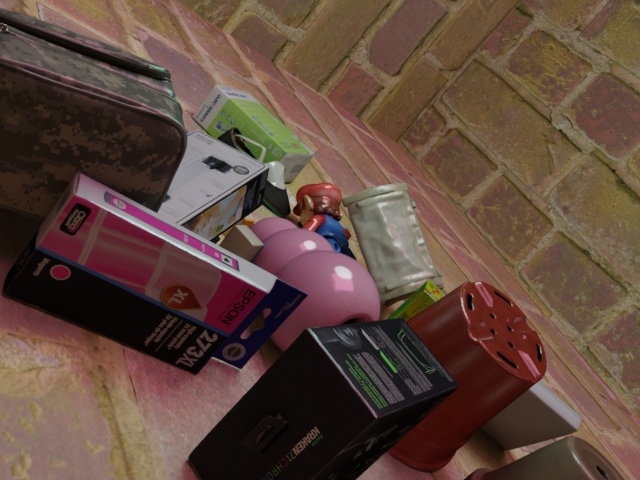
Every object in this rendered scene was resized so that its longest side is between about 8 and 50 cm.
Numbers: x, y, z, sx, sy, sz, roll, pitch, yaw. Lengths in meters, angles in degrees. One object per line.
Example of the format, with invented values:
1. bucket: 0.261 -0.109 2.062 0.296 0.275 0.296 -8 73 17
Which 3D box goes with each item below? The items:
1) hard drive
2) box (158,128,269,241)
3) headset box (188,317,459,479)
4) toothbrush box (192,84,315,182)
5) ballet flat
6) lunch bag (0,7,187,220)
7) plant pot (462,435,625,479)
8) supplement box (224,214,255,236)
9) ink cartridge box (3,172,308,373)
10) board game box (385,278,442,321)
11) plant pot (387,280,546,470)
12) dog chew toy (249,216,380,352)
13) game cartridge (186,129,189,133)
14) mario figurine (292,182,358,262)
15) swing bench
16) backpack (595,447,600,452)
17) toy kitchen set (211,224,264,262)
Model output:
1. hard drive: 0.333 0.297 1.386 0.353 0.233 0.047 41 55 -1
2. box: -0.235 -0.070 1.078 0.169 0.087 0.290 28 37 16
3. headset box: 0.008 0.232 0.844 0.131 0.246 0.283 50 22 23
4. toothbrush box: -0.182 -0.293 1.842 0.283 0.122 0.206 45 19 10
5. ballet flat: -0.159 -0.185 1.682 0.280 0.096 0.095 45 19 10
6. lunch bag: -0.349 -0.176 0.878 0.305 0.212 0.256 15 30 -29
7. plant pot: 0.391 0.458 1.105 0.263 0.229 0.263 35 21 -15
8. supplement box: -0.190 -0.053 1.381 0.098 0.062 0.036 49 22 25
9. ink cartridge box: -0.205 0.072 0.893 0.371 0.175 0.069 29 22 -31
10. board game box: 0.179 0.169 1.409 0.043 0.181 0.092 44 19 2
11. plant pot: 0.234 0.226 1.173 0.273 0.265 0.272 28 37 -23
12. dog chew toy: -0.039 0.074 1.200 0.207 0.206 0.332 21 19 -45
13. game cartridge: -0.397 -0.224 1.374 0.355 0.068 0.230 22 22 -44
14. mario figurine: 0.000 0.000 1.607 0.198 0.170 0.320 75 -3 -51
15. swing bench: 0.180 0.013 1.572 0.255 0.165 0.253 39 32 -77
16. backpack: 0.529 0.511 1.344 0.144 0.165 0.188 47 21 25
17. toy kitchen set: -0.182 -0.022 1.233 0.207 0.122 0.166 47 20 17
